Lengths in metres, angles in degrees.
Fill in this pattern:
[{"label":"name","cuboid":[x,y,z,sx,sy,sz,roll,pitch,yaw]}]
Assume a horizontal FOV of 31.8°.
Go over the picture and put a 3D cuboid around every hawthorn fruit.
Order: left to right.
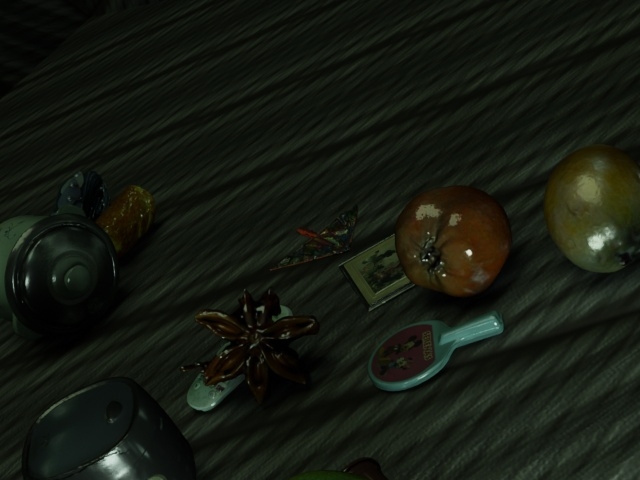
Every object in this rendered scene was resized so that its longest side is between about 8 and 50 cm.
[{"label":"hawthorn fruit","cuboid":[0.249,-0.016,1.960,0.199,0.199,0.251,0,26,39]}]

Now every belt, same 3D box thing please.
[{"label":"belt","cuboid":[-0.584,-0.083,2.794,0.128,0.122,0.218,-19,38,12]}]

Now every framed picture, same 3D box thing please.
[{"label":"framed picture","cuboid":[0.142,0.040,2.115,0.195,0.010,0.199,-29,30,-2]}]

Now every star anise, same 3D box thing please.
[{"label":"star anise","cuboid":[-0.111,0.175,1.952,0.220,0.190,0.126,21,8,5]}]

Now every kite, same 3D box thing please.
[{"label":"kite","cuboid":[0.000,0.000,2.294,0.232,0.009,0.189,-39,32,-17]}]

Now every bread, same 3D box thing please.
[{"label":"bread","cuboid":[-0.465,-0.034,2.624,0.103,0.132,0.172,29,49,9]}]

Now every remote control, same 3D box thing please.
[{"label":"remote control","cuboid":[-0.145,0.215,2.049,0.256,0.045,0.097,-43,40,-20]}]

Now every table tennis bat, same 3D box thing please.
[{"label":"table tennis bat","cuboid":[0.188,0.174,1.851,0.244,0.040,0.153,-23,29,18]}]

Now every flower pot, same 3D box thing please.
[{"label":"flower pot","cuboid":[0.072,0.375,1.583,0.111,0.111,0.089,-40,47,-20]}]

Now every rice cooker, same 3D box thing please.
[{"label":"rice cooker","cuboid":[-0.589,0.068,2.428,0.316,0.264,0.317,-28,46,33]},{"label":"rice cooker","cuboid":[-0.335,0.370,1.789,0.267,0.224,0.267,-19,33,13]}]

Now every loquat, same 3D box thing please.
[{"label":"loquat","cuboid":[0.456,-0.052,1.839,0.179,0.179,0.227,-11,42,27]}]

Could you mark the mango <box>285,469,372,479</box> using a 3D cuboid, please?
[{"label":"mango","cuboid":[0.044,0.426,1.398,0.225,0.201,0.382,-59,36,0]}]
